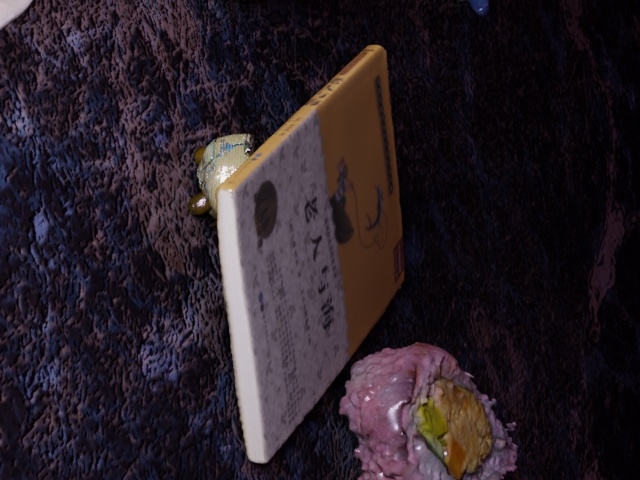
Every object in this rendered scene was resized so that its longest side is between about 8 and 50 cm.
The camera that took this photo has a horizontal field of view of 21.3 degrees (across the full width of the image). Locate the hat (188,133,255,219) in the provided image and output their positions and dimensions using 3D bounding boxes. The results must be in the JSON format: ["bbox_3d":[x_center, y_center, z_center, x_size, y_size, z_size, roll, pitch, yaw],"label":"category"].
[{"bbox_3d":[-0.085,-0.055,1.500,0.076,0.059,0.077,104,-9,-75],"label":"hat"}]

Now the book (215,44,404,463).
[{"bbox_3d":[0.000,0.000,1.589,0.389,0.032,0.269,-50,139,-57],"label":"book"}]

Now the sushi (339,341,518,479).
[{"bbox_3d":[0.107,0.178,1.689,0.241,0.107,0.161,-13,90,-57],"label":"sushi"}]

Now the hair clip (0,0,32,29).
[{"bbox_3d":[-0.301,-0.138,1.097,0.172,0.113,0.282,56,28,-33],"label":"hair clip"}]

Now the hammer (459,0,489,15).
[{"bbox_3d":[0.176,-0.374,2.138,0.116,0.069,0.194,-50,126,-59],"label":"hammer"}]
